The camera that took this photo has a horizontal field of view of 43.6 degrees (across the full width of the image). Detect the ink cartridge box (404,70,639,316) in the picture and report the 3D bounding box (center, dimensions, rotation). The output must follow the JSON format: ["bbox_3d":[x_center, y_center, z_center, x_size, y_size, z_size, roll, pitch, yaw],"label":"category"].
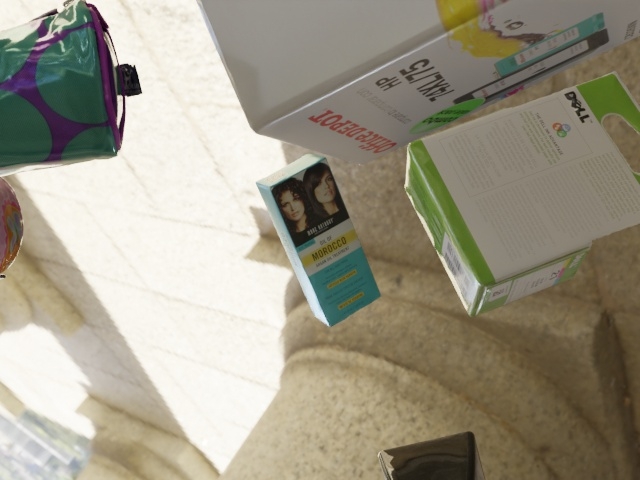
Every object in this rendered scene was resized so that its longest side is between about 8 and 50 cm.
[{"bbox_3d":[0.247,-0.053,0.885,0.097,0.255,0.188,83,165,-64],"label":"ink cartridge box"}]

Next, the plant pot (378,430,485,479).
[{"bbox_3d":[0.219,0.484,1.455,0.188,0.167,0.187,-15,100,5],"label":"plant pot"}]

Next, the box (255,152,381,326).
[{"bbox_3d":[0.000,0.000,1.207,0.060,0.101,0.244,26,142,62],"label":"box"}]

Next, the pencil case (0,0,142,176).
[{"bbox_3d":[-0.157,-0.060,0.338,0.152,0.070,0.064,-7,176,0],"label":"pencil case"}]

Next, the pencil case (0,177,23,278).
[{"bbox_3d":[-0.366,-0.026,0.678,0.124,0.124,0.284,31,177,9],"label":"pencil case"}]

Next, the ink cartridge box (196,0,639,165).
[{"bbox_3d":[0.076,-0.189,0.436,0.270,0.198,0.197,-24,83,18],"label":"ink cartridge box"}]
